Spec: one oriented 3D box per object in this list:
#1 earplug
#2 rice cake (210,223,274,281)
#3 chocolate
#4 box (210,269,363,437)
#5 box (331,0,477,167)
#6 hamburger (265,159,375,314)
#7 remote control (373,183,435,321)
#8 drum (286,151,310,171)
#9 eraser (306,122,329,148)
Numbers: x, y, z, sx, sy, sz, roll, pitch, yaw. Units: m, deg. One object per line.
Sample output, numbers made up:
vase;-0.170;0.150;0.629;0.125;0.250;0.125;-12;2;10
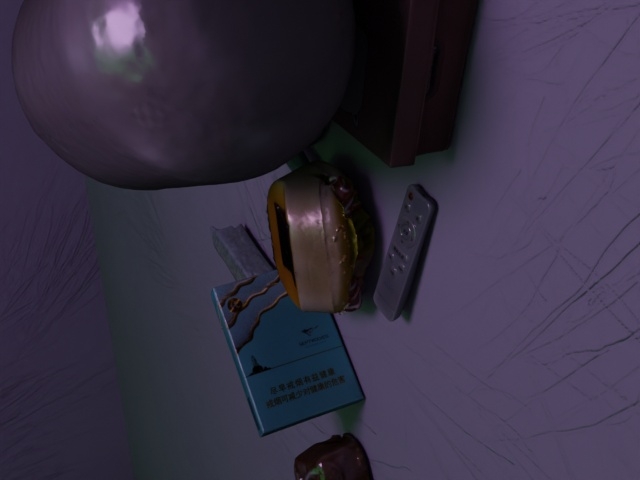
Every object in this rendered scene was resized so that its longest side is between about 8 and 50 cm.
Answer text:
earplug;-0.136;-0.209;0.878;0.394;0.312;0.313;6;107;61
rice cake;-0.129;0.046;1.454;0.206;0.063;0.069;50;150;46
chocolate;0.024;0.415;1.281;0.148;0.093;0.214;-28;76;62
box;-0.051;0.156;1.231;0.041;0.162;0.229;120;131;-63
box;0.067;-0.223;0.895;0.215;0.086;0.215;47;141;46
hamburger;0.000;0.000;1.120;0.173;0.116;0.210;-138;37;-63
remote control;0.104;0.017;1.007;0.050;0.027;0.184;51;140;40
drum;-0.074;-0.194;1.240;0.253;0.049;0.130;43;139;50
eraser;-0.075;-0.278;1.159;0.291;0.087;0.171;64;150;25
